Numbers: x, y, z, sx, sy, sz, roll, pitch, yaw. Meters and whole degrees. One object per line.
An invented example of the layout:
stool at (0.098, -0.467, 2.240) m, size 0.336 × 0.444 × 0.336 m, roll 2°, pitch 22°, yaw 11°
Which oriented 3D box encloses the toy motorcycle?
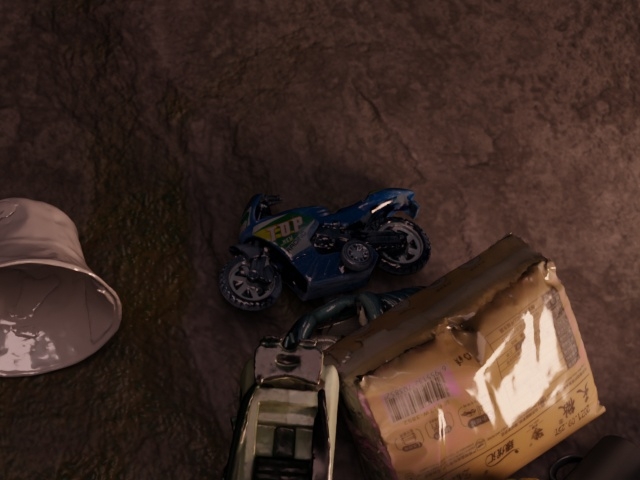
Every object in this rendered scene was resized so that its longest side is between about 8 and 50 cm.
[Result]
toy motorcycle at (0.000, 0.000, 1.390) m, size 0.254 × 0.092 × 0.135 m, roll -12°, pitch 59°, yaw -21°

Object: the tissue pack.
tissue pack at (0.149, 0.146, 1.284) m, size 0.256 × 0.123 × 0.215 m, roll -29°, pitch 115°, yaw -15°

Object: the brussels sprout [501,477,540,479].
brussels sprout at (0.184, 0.365, 1.177) m, size 0.259 × 0.227 × 0.294 m, roll 24°, pitch 75°, yaw -1°

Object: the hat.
hat at (-0.307, 0.037, 1.304) m, size 0.203 × 0.203 × 0.126 m, roll -3°, pitch 48°, yaw -8°

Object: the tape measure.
tape measure at (-0.046, 0.225, 1.202) m, size 0.115 × 0.235 × 0.207 m, roll 7°, pitch 66°, yaw -1°

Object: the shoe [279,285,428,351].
shoe at (0.052, 0.098, 1.343) m, size 0.207 × 0.106 × 0.091 m, roll -16°, pitch 70°, yaw -19°

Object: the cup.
cup at (0.290, 0.248, 1.328) m, size 0.100 × 0.078 × 0.077 m, roll 23°, pitch 56°, yaw 37°
